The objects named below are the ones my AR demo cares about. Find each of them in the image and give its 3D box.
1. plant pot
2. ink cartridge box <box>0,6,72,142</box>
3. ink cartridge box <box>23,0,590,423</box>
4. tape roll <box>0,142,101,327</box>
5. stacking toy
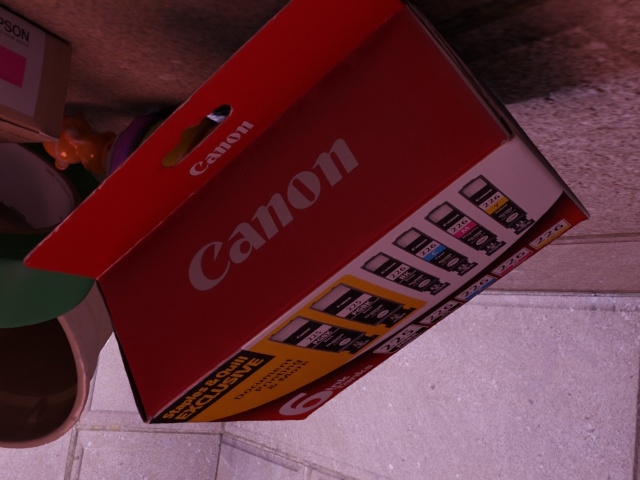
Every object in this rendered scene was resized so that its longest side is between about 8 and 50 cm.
[{"bbox_3d":[-0.382,0.047,0.948,0.334,0.333,0.305,5,-151,15],"label":"plant pot"},{"bbox_3d":[-0.338,-0.142,0.513,0.193,0.088,0.235,2,171,25],"label":"ink cartridge box"},{"bbox_3d":[0.000,0.000,0.508,0.309,0.130,0.272,-40,151,19],"label":"ink cartridge box"},{"bbox_3d":[-0.361,-0.044,0.678,0.321,0.077,0.321,26,-161,-10],"label":"tape roll"},{"bbox_3d":[-0.158,-0.070,0.732,0.302,0.175,0.166,17,171,13],"label":"stacking toy"}]
